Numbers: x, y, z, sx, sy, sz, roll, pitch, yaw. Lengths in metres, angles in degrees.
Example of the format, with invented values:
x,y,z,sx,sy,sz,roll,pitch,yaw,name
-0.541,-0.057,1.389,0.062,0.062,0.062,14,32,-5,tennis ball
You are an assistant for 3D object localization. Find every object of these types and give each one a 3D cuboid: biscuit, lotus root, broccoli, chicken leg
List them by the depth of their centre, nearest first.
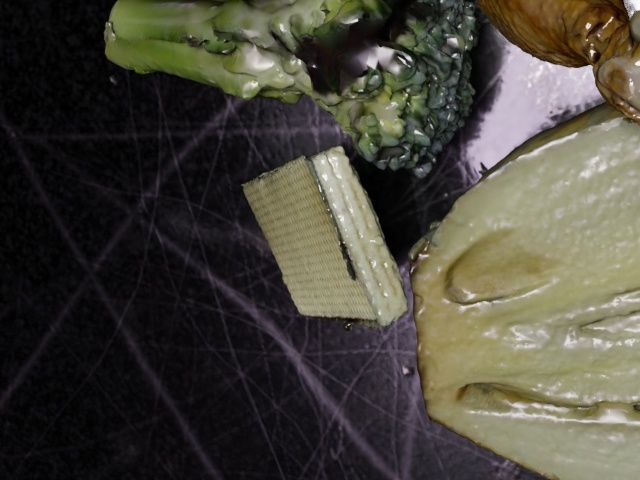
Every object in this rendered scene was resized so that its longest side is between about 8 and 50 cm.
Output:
x,y,z,sx,sy,sz,roll,pitch,yaw,name
0.156,-0.135,0.611,0.107,0.251,0.087,27,113,-22,chicken leg
0.193,0.041,0.675,0.260,0.149,0.267,-16,103,19,lotus root
0.000,0.000,0.714,0.041,0.199,0.121,-23,95,-15,biscuit
-0.034,-0.139,0.729,0.304,0.165,0.145,13,136,30,broccoli
